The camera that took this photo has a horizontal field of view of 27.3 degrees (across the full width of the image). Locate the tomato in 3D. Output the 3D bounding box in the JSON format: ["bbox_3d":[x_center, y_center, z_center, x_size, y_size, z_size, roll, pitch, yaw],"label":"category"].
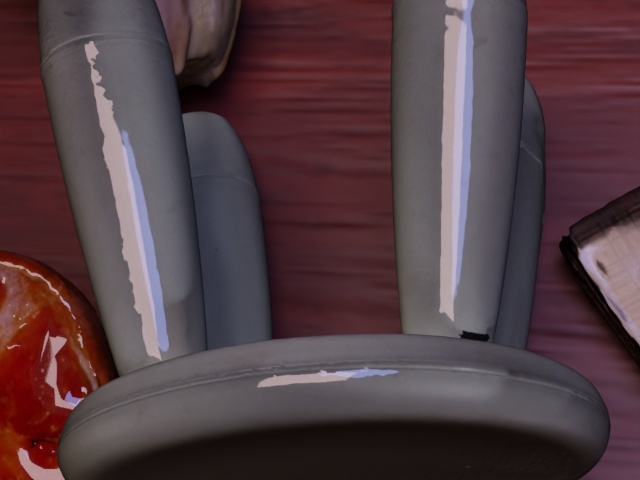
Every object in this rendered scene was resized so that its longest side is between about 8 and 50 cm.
[{"bbox_3d":[-0.150,0.077,0.572,0.155,0.069,0.156,0,91,13],"label":"tomato"}]

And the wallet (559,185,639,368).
[{"bbox_3d":[0.226,-0.011,0.538,0.230,0.042,0.124,-30,66,-1],"label":"wallet"}]

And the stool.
[{"bbox_3d":[0.000,0.000,0.508,0.195,0.195,0.199,-8,65,10],"label":"stool"}]

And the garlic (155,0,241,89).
[{"bbox_3d":[-0.118,-0.159,0.636,0.206,0.128,0.115,25,51,30],"label":"garlic"}]
